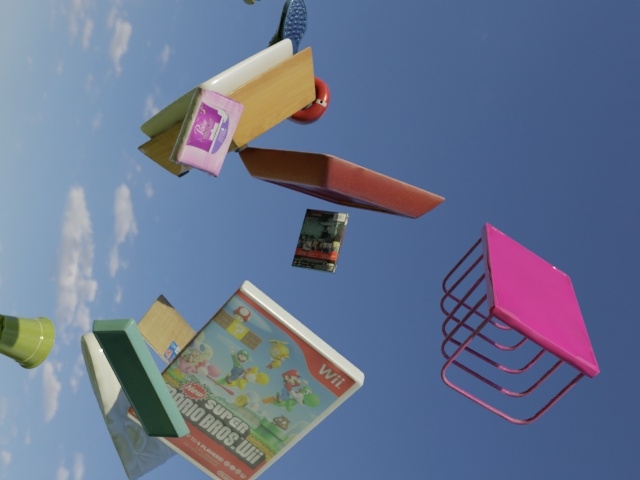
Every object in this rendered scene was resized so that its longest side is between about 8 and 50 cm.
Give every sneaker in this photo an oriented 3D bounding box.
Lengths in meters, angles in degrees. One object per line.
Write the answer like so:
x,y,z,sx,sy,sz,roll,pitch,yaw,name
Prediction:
-0.268,0.239,1.005,0.108,0.169,0.293,41,-35,48,sneaker
-0.097,-0.510,1.615,0.090,0.081,0.233,29,-63,38,sneaker

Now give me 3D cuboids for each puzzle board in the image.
-0.266,0.156,1.082,0.011,0.096,0.128,-34,-166,16,puzzle board

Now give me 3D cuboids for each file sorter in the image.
0.332,0.148,1.136,0.182,0.202,0.291,-55,-173,29,file sorter

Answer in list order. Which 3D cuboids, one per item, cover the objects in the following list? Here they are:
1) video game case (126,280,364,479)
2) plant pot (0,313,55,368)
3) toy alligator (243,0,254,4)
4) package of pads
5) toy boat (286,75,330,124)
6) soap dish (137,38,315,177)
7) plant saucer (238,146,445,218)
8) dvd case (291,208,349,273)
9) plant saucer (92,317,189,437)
-0.108,0.211,0.853,0.285,0.204,0.025,-47,-171,23,video game case
-0.466,0.146,0.959,0.083,0.079,0.084,-12,-118,24,plant pot
-0.165,-0.631,1.538,0.190,0.051,0.056,96,0,-82,toy alligator
-0.118,-0.111,0.649,0.032,0.050,0.083,29,-81,55,package of pads
-0.083,-0.440,1.826,0.151,0.231,0.151,-63,178,-5,toy boat
-0.162,-0.221,1.089,0.290,0.229,0.118,-9,-64,52,soap dish
0.024,-0.091,1.025,0.259,0.258,0.048,16,-89,51,plant saucer
0.000,0.000,1.188,0.087,0.013,0.120,7,-107,20,dvd case
-0.233,0.183,0.812,0.067,0.018,0.192,-5,-63,24,plant saucer
